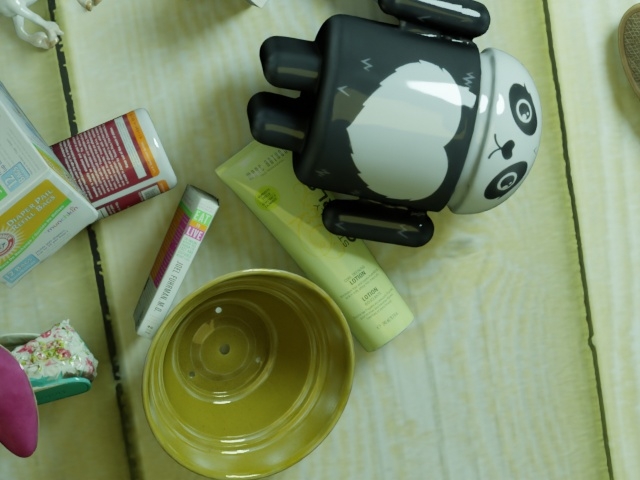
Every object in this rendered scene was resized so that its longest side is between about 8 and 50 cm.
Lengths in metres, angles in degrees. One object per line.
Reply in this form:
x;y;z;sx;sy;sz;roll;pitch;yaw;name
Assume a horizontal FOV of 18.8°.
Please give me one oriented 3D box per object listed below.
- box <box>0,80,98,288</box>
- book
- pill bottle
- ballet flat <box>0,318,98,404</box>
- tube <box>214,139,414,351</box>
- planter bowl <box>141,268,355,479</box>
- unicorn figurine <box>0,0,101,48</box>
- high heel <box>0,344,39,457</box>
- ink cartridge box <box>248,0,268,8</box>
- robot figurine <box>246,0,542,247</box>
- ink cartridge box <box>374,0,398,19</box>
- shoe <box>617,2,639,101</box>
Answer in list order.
-0.315;-0.072;1.791;0.114;0.103;0.203;-40;58;0;box
-0.142;0.021;1.883;0.035;0.096;0.144;25;95;-9;book
-0.222;-0.062;1.867;0.152;0.086;0.086;-23;100;-3;pill bottle
-0.338;0.138;1.896;0.241;0.091;0.077;-14;69;-9;ballet flat
0.000;0.000;1.918;0.062;0.070;0.240;-32;97;34;tube
-0.083;0.119;1.897;0.217;0.090;0.217;-7;109;-20;planter bowl
-0.281;-0.238;1.855;0.111;0.060;0.162;46;75;-10;unicorn figurine
-0.346;0.112;1.772;0.117;0.082;0.244;-36;114;-40;high heel
-0.049;-0.281;1.846;0.061;0.104;0.181;40;93;-10;ink cartridge box
0.073;-0.119;1.847;0.278;0.209;0.173;11;56;-9;robot figurine
0.075;-0.274;1.889;0.122;0.052;0.088;37;93;-9;ink cartridge box
0.367;-0.143;1.946;0.077;0.058;0.219;-29;97;18;shoe
